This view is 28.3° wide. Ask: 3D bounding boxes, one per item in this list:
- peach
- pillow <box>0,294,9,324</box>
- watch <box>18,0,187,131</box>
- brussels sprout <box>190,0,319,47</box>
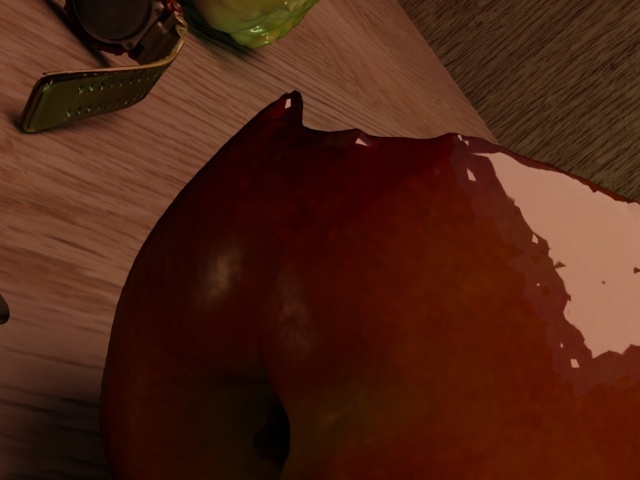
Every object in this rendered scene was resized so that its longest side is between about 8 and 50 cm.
[{"bbox_3d":[0.065,0.114,0.686,0.335,0.310,0.406,15,-10,42],"label":"peach"},{"bbox_3d":[-0.262,-0.028,0.590,0.212,0.052,0.208,51,18,10],"label":"pillow"},{"bbox_3d":[-0.207,-0.179,1.031,0.165,0.102,0.268,45,25,4],"label":"watch"},{"bbox_3d":[-0.076,-0.404,1.531,0.344,0.268,0.344,51,19,-25],"label":"brussels sprout"}]
